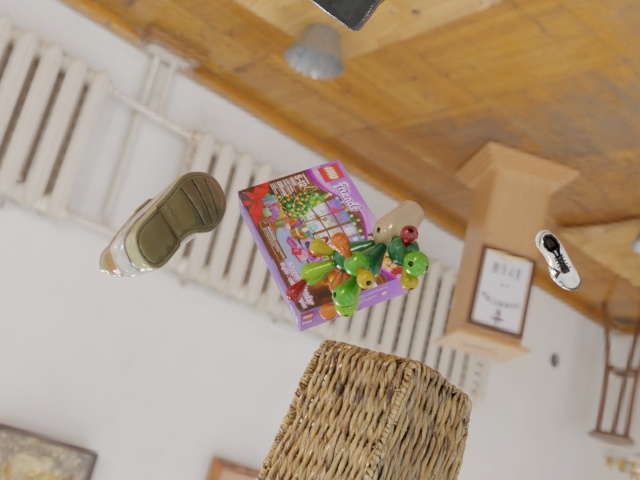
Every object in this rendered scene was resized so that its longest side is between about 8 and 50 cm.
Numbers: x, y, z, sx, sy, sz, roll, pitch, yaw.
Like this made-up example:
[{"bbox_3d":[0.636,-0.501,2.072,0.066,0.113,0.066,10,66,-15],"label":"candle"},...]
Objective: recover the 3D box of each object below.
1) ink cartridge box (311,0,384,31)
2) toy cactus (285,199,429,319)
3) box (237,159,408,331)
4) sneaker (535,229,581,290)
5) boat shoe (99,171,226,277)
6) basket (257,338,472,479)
[{"bbox_3d":[0.103,-0.285,0.613,0.069,0.371,0.176,35,130,-4],"label":"ink cartridge box"},{"bbox_3d":[0.059,0.010,1.110,0.112,0.180,0.219,50,145,-10],"label":"toy cactus"},{"bbox_3d":[0.000,0.000,1.575,0.200,0.293,0.057,-19,143,-15],"label":"box"},{"bbox_3d":[0.378,0.033,1.448,0.040,0.109,0.044,-33,174,3],"label":"sneaker"},{"bbox_3d":[-0.265,-0.031,1.532,0.103,0.113,0.302,-19,-167,29],"label":"boat shoe"},{"bbox_3d":[0.076,0.333,1.424,0.223,0.299,0.213,5,156,47],"label":"basket"}]
